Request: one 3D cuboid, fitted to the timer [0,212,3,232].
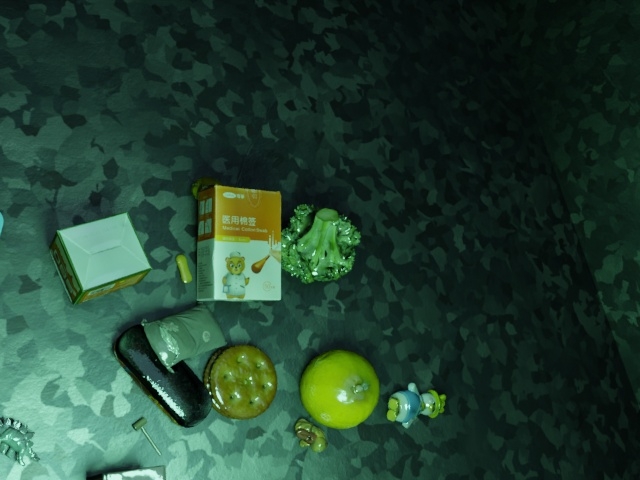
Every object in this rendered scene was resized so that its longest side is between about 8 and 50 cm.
[{"bbox_3d":[-0.916,0.024,1.540,0.232,0.091,0.250,15,68,-28],"label":"timer"}]

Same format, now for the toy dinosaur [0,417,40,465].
[{"bbox_3d":[-0.744,0.458,1.502,0.209,0.039,0.082,44,50,-23],"label":"toy dinosaur"}]

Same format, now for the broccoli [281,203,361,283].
[{"bbox_3d":[-0.014,0.006,2.044,0.288,0.235,0.260,-55,138,-43],"label":"broccoli"}]

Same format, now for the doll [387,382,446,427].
[{"bbox_3d":[0.318,0.547,2.112,0.241,0.099,0.135,4,64,-29],"label":"doll"}]

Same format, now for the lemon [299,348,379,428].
[{"bbox_3d":[0.069,0.445,1.918,0.240,0.219,0.240,9,71,-28],"label":"lemon"}]

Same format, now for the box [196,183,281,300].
[{"bbox_3d":[-0.243,0.010,1.899,0.225,0.143,0.341,4,81,-32],"label":"box"}]

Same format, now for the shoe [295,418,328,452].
[{"bbox_3d":[-0.033,0.586,1.891,0.109,0.072,0.069,56,14,-7],"label":"shoe"}]

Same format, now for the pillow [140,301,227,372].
[{"bbox_3d":[-0.368,0.254,1.759,0.169,0.059,0.255,56,31,11],"label":"pillow"}]

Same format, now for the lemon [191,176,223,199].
[{"bbox_3d":[-0.347,-0.156,1.978,0.111,0.082,0.082,9,67,-34],"label":"lemon"}]

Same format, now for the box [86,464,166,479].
[{"bbox_3d":[-0.453,0.676,1.514,0.153,0.188,0.252,0,70,-32],"label":"box"}]

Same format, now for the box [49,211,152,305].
[{"bbox_3d":[-0.590,0.049,1.698,0.195,0.148,0.177,-21,81,-36],"label":"box"}]

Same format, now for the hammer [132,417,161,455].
[{"bbox_3d":[-0.452,0.523,1.680,0.035,0.019,0.110,-36,95,-37],"label":"hammer"}]

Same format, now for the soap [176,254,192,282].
[{"bbox_3d":[-0.405,0.084,1.886,0.034,0.012,0.089,-11,78,-35],"label":"soap"}]

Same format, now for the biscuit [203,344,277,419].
[{"bbox_3d":[-0.229,0.409,1.838,0.220,0.066,0.220,12,67,-31],"label":"biscuit"}]

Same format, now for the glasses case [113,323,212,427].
[{"bbox_3d":[-0.423,0.366,1.718,0.321,0.082,0.122,50,51,-6],"label":"glasses case"}]
